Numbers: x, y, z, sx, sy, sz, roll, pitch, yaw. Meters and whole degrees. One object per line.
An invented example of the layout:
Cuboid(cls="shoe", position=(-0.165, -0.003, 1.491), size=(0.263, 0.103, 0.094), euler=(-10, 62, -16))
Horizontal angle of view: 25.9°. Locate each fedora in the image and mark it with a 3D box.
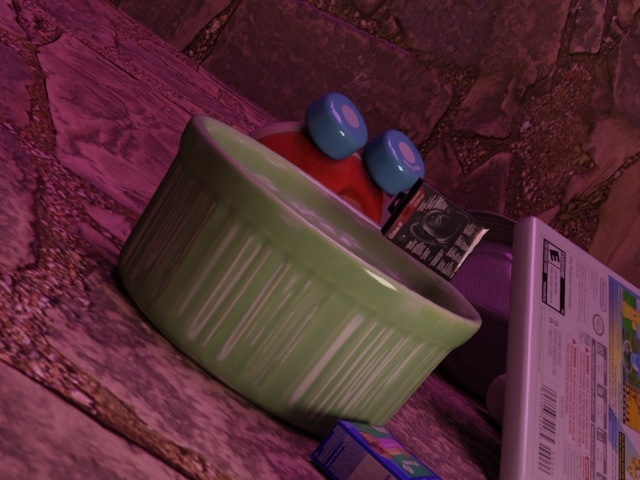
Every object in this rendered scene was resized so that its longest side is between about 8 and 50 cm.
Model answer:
Cuboid(cls="fedora", position=(0.218, 0.107, 1.769), size=(0.275, 0.244, 0.124), euler=(44, 36, -6))

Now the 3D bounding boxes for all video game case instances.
Cuboid(cls="video game case", position=(0.312, 0.176, 1.519), size=(0.300, 0.036, 0.329), euler=(32, 49, -30))

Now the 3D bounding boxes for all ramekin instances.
Cuboid(cls="ramekin", position=(-0.026, 0.038, 1.196), size=(0.303, 0.148, 0.303), euler=(35, 8, -5))

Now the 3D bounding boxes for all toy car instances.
Cuboid(cls="toy car", position=(0.000, 0.000, 1.571), size=(0.210, 0.219, 0.238), euler=(28, 39, -44))

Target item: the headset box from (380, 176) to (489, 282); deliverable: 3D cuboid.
Cuboid(cls="headset box", position=(0.099, -0.012, 1.248), size=(0.083, 0.062, 0.032), euler=(34, 7, -8))

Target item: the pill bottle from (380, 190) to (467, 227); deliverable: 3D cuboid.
Cuboid(cls="pill bottle", position=(0.218, 0.049, 2.146), size=(0.302, 0.169, 0.169), euler=(32, 9, -27))

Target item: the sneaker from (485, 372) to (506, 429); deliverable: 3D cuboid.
Cuboid(cls="sneaker", position=(0.272, 0.225, 1.603), size=(0.086, 0.085, 0.237), euler=(22, 14, -25))

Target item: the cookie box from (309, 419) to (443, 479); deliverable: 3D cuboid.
Cuboid(cls="cookie box", position=(0.057, 0.187, 1.061), size=(0.107, 0.040, 0.092), euler=(40, 8, 26))
